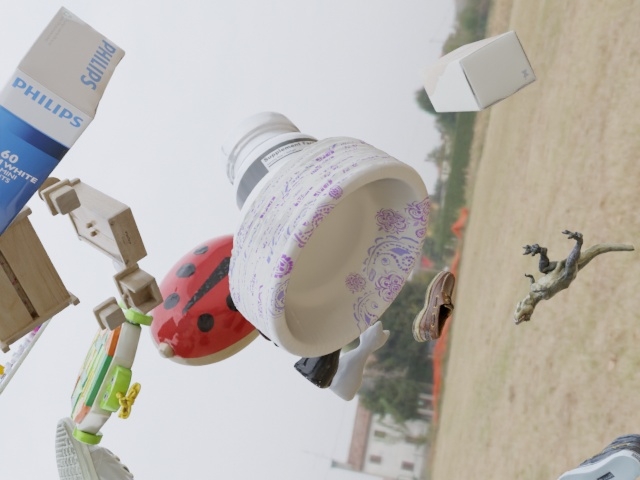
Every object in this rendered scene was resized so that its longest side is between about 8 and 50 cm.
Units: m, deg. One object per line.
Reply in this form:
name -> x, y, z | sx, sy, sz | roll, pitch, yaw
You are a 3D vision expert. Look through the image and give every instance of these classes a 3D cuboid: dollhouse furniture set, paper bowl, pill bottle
dollhouse furniture set -> -0.485, 0.061, 1.118 | 0.356, 0.174, 0.303 | -37, -47, -31
paper bowl -> 0.000, 0.000, 0.898 | 0.284, 0.148, 0.284 | -32, -40, -31
pill bottle -> -0.035, -0.068, 1.262 | 0.363, 0.210, 0.210 | 53, 159, 34

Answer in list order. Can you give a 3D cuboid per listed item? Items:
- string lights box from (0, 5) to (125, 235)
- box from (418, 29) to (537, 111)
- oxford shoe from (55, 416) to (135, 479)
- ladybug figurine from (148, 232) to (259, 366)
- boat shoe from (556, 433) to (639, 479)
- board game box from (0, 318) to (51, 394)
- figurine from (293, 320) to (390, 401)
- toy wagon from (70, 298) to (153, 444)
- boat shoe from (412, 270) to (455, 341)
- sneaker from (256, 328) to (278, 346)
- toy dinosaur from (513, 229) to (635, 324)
string lights box -> -0.306, -0.092, 0.678 | 0.260, 0.077, 0.133 | -40, 30, 29
box -> 0.349, -0.379, 1.561 | 0.121, 0.148, 0.311 | 61, 176, -12
oxford shoe -> -0.479, 0.567, 1.536 | 0.130, 0.449, 0.169 | -11, -53, -42
ladybug figurine -> -0.269, 0.133, 1.781 | 0.449, 0.305, 0.161 | -55, -12, -39
boat shoe -> 0.506, 0.411, 1.214 | 0.083, 0.065, 0.183 | -25, -15, -49
board game box -> -0.749, 0.354, 1.479 | 0.390, 0.050, 0.389 | -42, 20, 35
figurine -> 0.068, 0.263, 1.622 | 0.209, 0.092, 0.215 | -54, -39, -4
toy wagon -> -0.412, 0.256, 1.327 | 0.267, 0.068, 0.344 | -68, 21, -5
boat shoe -> 0.254, 0.140, 1.435 | 0.064, 0.060, 0.178 | 55, -130, -34
sneaker -> -0.067, 0.155, 1.454 | 0.281, 0.106, 0.162 | 22, -125, -46
toy dinosaur -> 0.442, 0.043, 1.242 | 0.118, 0.268, 0.064 | 58, 178, -28
